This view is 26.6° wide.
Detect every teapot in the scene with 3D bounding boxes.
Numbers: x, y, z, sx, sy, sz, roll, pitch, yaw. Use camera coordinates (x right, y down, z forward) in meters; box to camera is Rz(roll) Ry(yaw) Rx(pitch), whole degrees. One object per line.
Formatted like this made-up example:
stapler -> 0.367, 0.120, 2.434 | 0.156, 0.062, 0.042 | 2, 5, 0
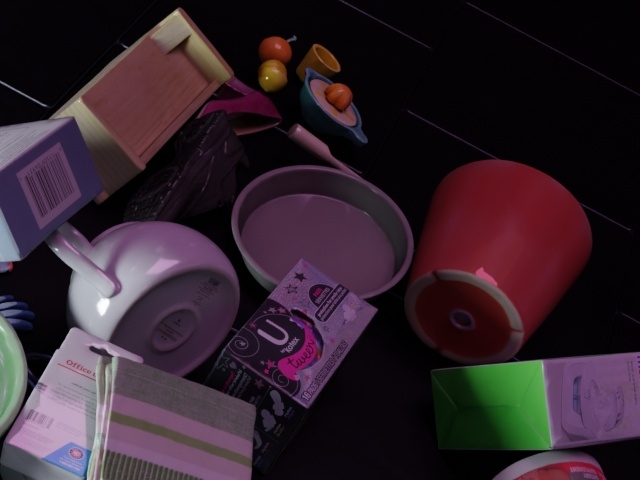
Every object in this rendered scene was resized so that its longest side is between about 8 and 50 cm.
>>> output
teapot -> -0.248, 0.064, 1.816 | 0.252, 0.256, 0.187 | -20, 48, -33

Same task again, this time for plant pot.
plant pot -> 0.262, 0.049, 2.126 | 0.275, 0.275, 0.243 | 30, 47, 3

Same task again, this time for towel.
towel -> -0.182, 0.318, 1.592 | 0.248, 0.038, 0.325 | 27, 55, -39

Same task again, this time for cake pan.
cake pan -> 0.000, 0.000, 2.140 | 0.293, 0.054, 0.293 | 8, 46, -8

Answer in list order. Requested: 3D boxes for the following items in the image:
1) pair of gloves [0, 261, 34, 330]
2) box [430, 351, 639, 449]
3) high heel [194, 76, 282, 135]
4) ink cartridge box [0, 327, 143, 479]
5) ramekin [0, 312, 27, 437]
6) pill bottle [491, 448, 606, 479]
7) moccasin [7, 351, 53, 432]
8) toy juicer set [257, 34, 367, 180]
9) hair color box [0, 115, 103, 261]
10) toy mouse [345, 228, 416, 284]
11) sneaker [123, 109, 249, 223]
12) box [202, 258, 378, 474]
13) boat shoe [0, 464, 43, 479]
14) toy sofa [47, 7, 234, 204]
pair of gloves -> -0.481, 0.069, 1.849 | 0.159, 0.023, 0.198 | -4, 48, -33
box -> 0.329, 0.233, 1.936 | 0.231, 0.262, 0.127 | -2, 84, -30
high heel -> -0.151, -0.185, 2.283 | 0.117, 0.082, 0.244 | 37, 35, -4
ink cartridge box -> -0.295, 0.204, 1.621 | 0.104, 0.060, 0.180 | 25, 51, 0
ramekin -> -0.513, 0.186, 1.603 | 0.303, 0.148, 0.303 | 16, 40, -14
pill bottle -> 0.341, 0.451, 1.781 | 0.176, 0.176, 0.319 | 5, 44, -25
moccasin -> -0.246, 0.246, 1.715 | 0.342, 0.117, 0.138 | 19, 40, -10
toy juicer set -> -0.007, -0.249, 2.368 | 0.209, 0.089, 0.329 | 22, 35, -43
hair color box -> -0.488, -0.053, 1.735 | 0.374, 0.114, 0.185 | -4, 27, 31
toy mouse -> 0.087, 0.012, 2.227 | 0.161, 0.031, 0.143 | -17, 57, -41
sneaker -> -0.195, -0.078, 2.106 | 0.130, 0.109, 0.286 | 53, 51, -25
box -> -0.052, 0.168, 1.874 | 0.142, 0.163, 0.247 | 33, 39, 5
boat shoe -> -0.327, 0.339, 1.594 | 0.075, 0.083, 0.226 | -19, 58, -43
toy sofa -> -0.306, -0.210, 2.180 | 0.150, 0.177, 0.362 | 49, 37, -12
